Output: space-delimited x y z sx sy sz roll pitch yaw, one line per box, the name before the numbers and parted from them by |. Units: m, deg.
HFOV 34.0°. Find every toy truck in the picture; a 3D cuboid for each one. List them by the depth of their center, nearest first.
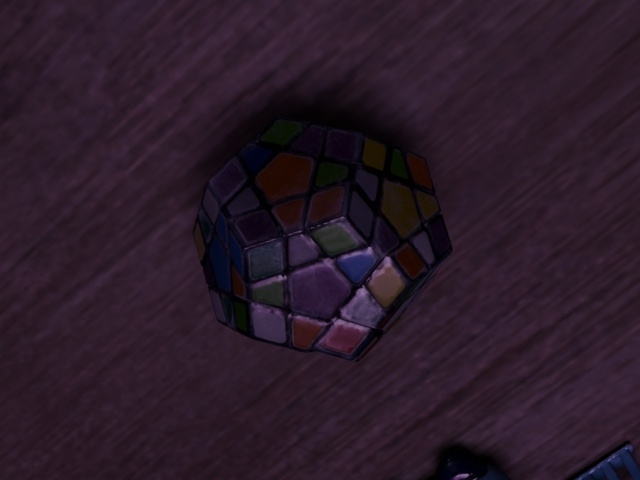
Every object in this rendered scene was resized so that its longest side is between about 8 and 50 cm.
toy truck | 0.098 0.142 0.536 0.136 0.063 0.074 -38 131 15

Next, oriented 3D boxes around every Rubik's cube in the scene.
Rubik's cube | 0.000 0.000 0.444 0.093 0.111 0.111 44 111 9
